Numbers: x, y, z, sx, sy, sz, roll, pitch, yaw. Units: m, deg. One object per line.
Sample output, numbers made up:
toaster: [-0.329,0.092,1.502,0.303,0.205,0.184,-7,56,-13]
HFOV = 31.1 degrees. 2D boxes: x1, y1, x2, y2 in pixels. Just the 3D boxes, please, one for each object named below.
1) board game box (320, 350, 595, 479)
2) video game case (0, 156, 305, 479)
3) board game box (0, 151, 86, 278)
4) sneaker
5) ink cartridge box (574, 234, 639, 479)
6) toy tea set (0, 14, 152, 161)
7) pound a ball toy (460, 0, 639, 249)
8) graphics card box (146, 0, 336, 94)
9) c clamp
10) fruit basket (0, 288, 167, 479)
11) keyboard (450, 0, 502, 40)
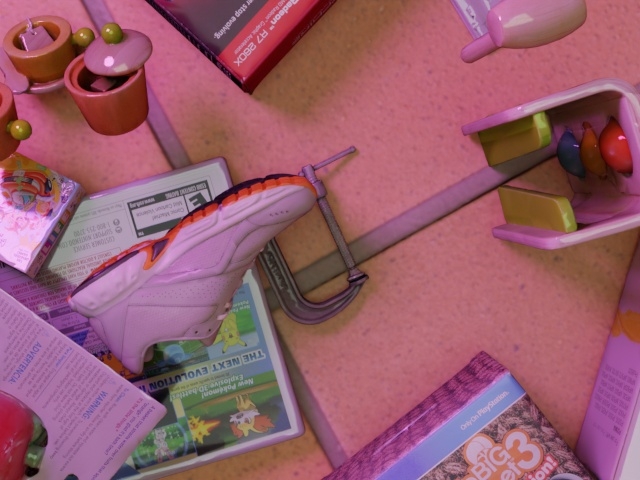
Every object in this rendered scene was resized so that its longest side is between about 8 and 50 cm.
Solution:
board game box: [0.173,0.300,1.145,0.232,0.141,0.291,-39,93,0]
video game case: [-0.213,0.102,1.179,0.329,0.036,0.300,-16,92,-2]
board game box: [-0.327,-0.042,1.146,0.154,0.026,0.103,26,78,10]
sneaker: [-0.107,0.032,1.125,0.262,0.099,0.121,-30,101,6]
ink cartridge box: [0.445,0.091,1.137,0.279,0.160,0.384,17,91,-2]
toy tea set: [-0.325,-0.166,1.079,0.336,0.200,0.124,-12,136,-2]
pound a ball toy: [0.217,-0.111,1.043,0.136,0.319,0.208,-17,92,-1]
graphics card box: [-0.131,-0.354,1.137,0.371,0.094,0.233,43,91,-2]
c clamp: [0.000,0.000,1.179,0.137,0.022,0.160,-20,96,-14]
fruit basket: [-0.369,0.155,1.098,0.353,0.165,0.327,34,115,-12]
keyboard: [0.133,-0.319,1.188,0.072,0.014,0.256,-32,93,-6]
